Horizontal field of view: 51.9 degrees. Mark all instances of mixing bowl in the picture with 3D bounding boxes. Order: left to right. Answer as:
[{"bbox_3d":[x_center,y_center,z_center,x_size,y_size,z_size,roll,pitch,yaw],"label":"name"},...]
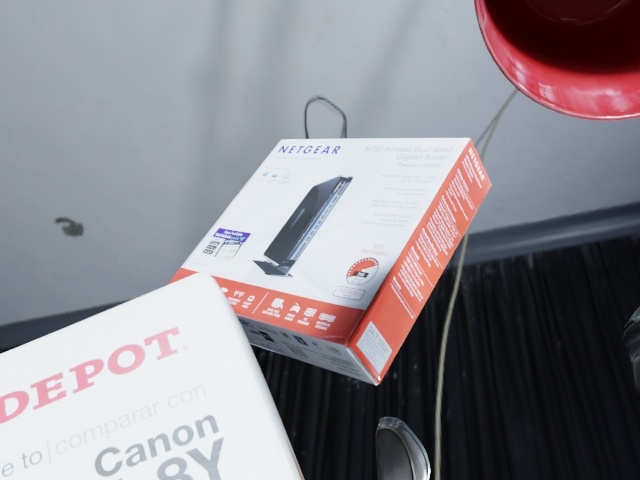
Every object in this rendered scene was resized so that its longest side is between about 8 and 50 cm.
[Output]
[{"bbox_3d":[0.178,-0.175,0.405,0.182,0.098,0.181,1,118,3],"label":"mixing bowl"}]

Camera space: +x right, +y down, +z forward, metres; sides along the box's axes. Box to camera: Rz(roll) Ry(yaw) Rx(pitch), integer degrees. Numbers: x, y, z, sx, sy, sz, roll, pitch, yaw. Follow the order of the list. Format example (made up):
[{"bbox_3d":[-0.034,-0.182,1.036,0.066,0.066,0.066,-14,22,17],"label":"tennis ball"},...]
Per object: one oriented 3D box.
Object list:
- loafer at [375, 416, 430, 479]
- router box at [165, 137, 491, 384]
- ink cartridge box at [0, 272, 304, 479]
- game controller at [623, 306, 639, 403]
[{"bbox_3d":[0.099,0.297,0.802,0.062,0.061,0.170,-7,108,35],"label":"loafer"},{"bbox_3d":[0.000,0.000,0.843,0.335,0.301,0.082,7,144,44],"label":"router box"},{"bbox_3d":[-0.109,0.243,0.311,0.279,0.384,0.160,-22,144,-8],"label":"ink cartridge box"},{"bbox_3d":[0.491,0.089,0.756,0.067,0.166,0.319,24,138,-20],"label":"game controller"}]
